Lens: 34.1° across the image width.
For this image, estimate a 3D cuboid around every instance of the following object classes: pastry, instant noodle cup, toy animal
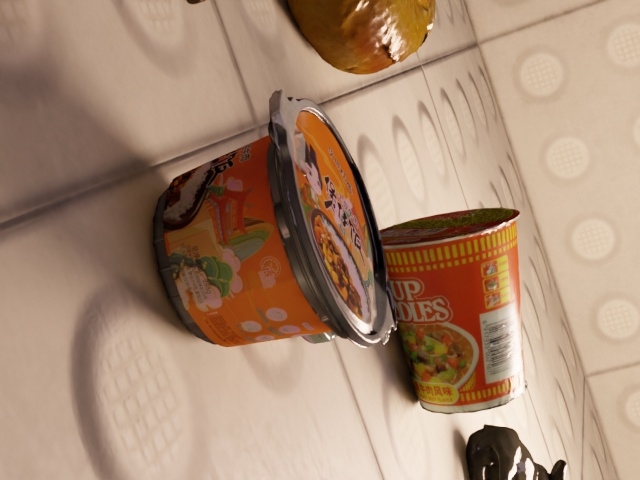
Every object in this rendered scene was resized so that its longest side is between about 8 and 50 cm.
[{"bbox_3d":[0.032,-0.367,1.259,0.356,0.164,0.356,-11,90,-70],"label":"pastry"},{"bbox_3d":[0.162,0.082,1.227,0.193,0.193,0.212,-38,118,-71],"label":"instant noodle cup"},{"bbox_3d":[-0.039,0.002,0.746,0.177,0.125,0.208,-66,137,-63],"label":"instant noodle cup"},{"bbox_3d":[0.276,0.341,1.403,0.146,0.114,0.245,-83,150,-51],"label":"toy animal"}]

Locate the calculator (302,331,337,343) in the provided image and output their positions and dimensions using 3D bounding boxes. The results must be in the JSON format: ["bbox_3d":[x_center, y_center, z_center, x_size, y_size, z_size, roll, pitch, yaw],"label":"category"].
[{"bbox_3d":[0.000,0.000,0.996,0.246,0.045,0.141,-61,131,-66],"label":"calculator"}]

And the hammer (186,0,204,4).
[{"bbox_3d":[-0.079,-0.243,0.984,0.017,0.062,0.182,68,25,-14],"label":"hammer"}]
